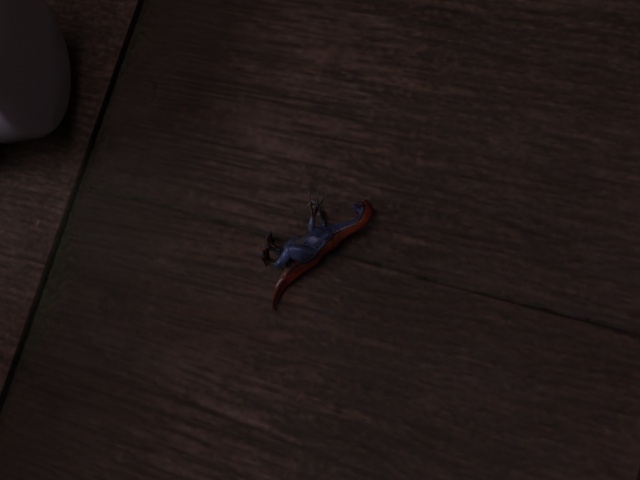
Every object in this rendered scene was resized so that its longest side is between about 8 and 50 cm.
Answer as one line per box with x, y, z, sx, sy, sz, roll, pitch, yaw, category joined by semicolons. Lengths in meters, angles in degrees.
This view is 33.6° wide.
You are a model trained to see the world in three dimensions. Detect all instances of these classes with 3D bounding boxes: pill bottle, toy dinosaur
-0.351;-0.130;0.870;0.264;0.153;0.153;-5;74;19;pill bottle
0.000;0.000;0.775;0.082;0.047;0.090;-5;107;10;toy dinosaur
